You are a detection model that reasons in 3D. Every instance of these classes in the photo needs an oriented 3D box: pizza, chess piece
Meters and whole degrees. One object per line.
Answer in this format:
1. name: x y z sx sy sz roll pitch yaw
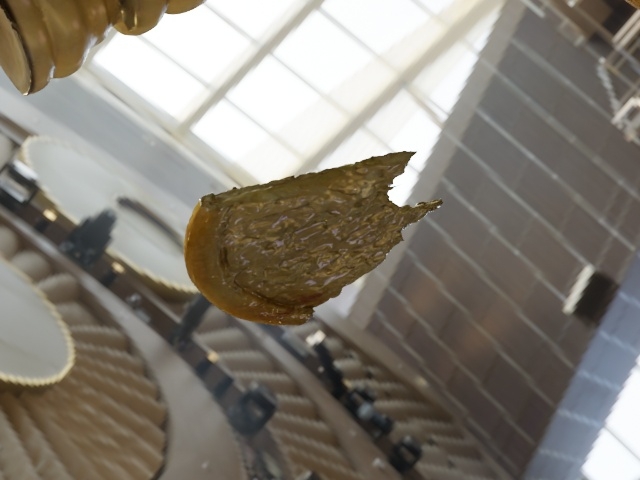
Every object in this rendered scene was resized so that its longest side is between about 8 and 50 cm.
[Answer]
1. pizza: 0.000 0.000 1.143 0.034 0.262 0.181 -120 14 -47
2. chess piece: -0.226 -0.261 1.271 0.143 0.261 0.142 46 150 36

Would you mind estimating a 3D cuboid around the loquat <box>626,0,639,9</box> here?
1. loquat: 0.401 -0.368 1.239 0.284 0.276 0.276 53 -175 -27
